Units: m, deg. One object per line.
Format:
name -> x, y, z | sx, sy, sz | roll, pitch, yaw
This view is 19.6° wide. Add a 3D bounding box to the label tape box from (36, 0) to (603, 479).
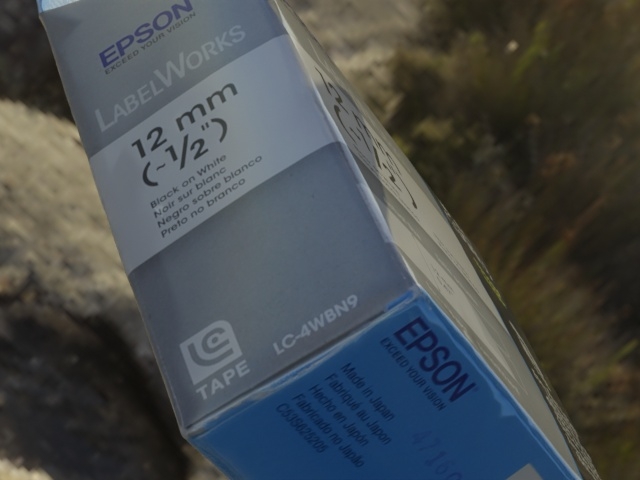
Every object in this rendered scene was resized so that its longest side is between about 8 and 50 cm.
label tape box -> 0.000, 0.000, 0.865 | 0.249, 0.115, 0.348 | 49, 14, -44
